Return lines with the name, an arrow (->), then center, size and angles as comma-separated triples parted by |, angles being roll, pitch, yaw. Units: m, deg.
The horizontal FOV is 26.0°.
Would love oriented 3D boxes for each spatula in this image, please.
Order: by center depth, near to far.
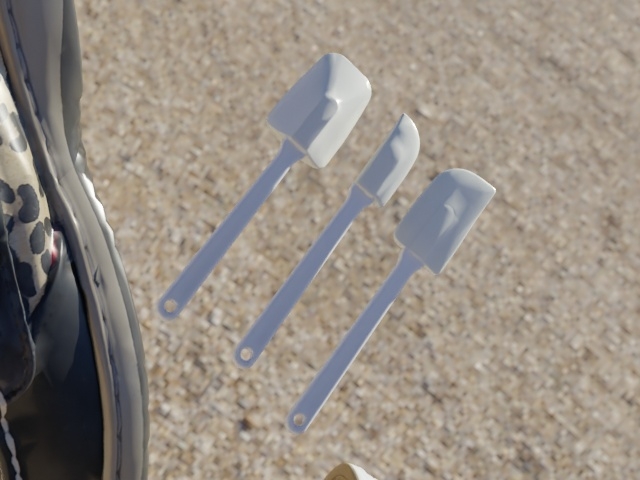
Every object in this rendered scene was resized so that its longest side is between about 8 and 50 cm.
spatula -> 0.000, 0.000, 0.979 | 0.168, 0.019, 0.242 | 42, 70, -12

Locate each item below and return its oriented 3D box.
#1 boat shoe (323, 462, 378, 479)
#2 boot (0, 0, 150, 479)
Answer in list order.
boat shoe -> 0.067, 0.288, 0.995 | 0.096, 0.098, 0.277 | 6, 49, -30
boot -> -0.221, 0.015, 0.514 | 0.284, 0.377, 0.138 | -17, 22, -35
